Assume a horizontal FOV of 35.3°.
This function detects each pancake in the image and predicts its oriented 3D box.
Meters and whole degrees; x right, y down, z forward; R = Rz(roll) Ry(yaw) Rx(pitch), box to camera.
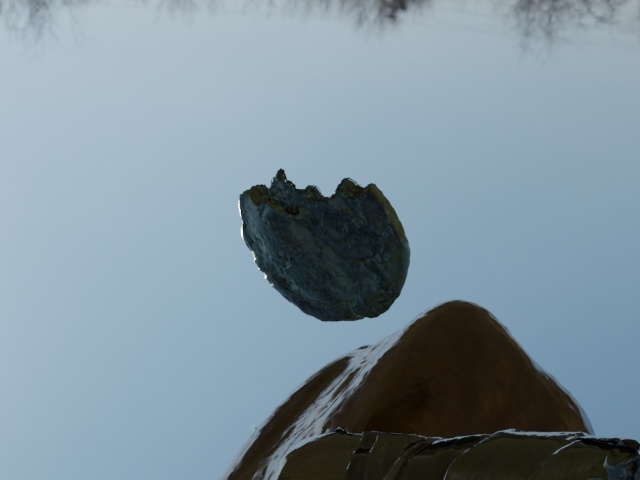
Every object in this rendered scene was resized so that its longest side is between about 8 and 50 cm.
[{"bbox_3d":[0.001,0.006,0.679,0.129,0.116,0.022,12,-142,28],"label":"pancake"}]

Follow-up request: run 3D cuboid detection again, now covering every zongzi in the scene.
[{"bbox_3d":[0.079,0.130,0.372,0.176,0.160,0.079,-20,-144,43],"label":"zongzi"}]

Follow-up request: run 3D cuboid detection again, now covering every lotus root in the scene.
[{"bbox_3d":[0.092,0.212,0.827,0.316,0.316,0.250,17,-132,20],"label":"lotus root"}]
